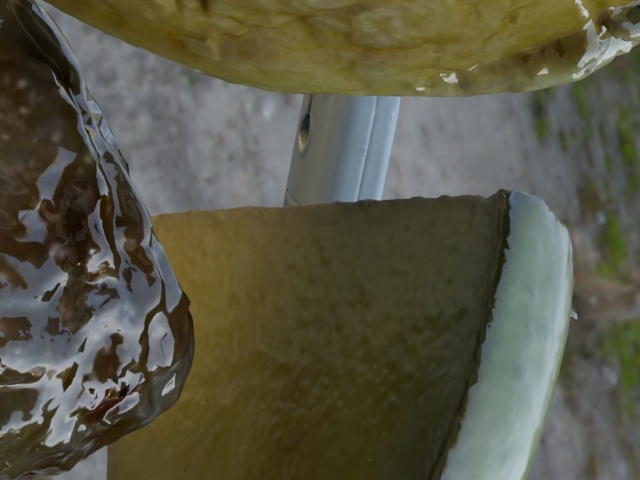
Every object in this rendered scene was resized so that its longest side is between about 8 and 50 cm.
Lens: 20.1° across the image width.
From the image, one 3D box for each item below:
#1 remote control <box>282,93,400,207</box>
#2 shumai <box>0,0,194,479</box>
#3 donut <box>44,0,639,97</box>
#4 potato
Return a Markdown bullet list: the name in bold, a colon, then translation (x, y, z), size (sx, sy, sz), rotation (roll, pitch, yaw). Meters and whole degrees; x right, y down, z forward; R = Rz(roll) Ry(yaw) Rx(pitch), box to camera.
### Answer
- **remote control**: translation (0.000, 0.000, 1.006), size (0.087, 0.047, 0.244), rotation (-123, -138, -71)
- **shumai**: translation (-0.230, 0.020, 0.606), size (0.283, 0.346, 0.217), rotation (-58, 172, -39)
- **donut**: translation (0.014, -0.201, 0.497), size (0.160, 0.330, 0.330), rotation (82, 0, -81)
- **potato**: translation (-0.015, 0.119, 0.754), size (0.112, 0.269, 0.255), rotation (30, 68, -36)
